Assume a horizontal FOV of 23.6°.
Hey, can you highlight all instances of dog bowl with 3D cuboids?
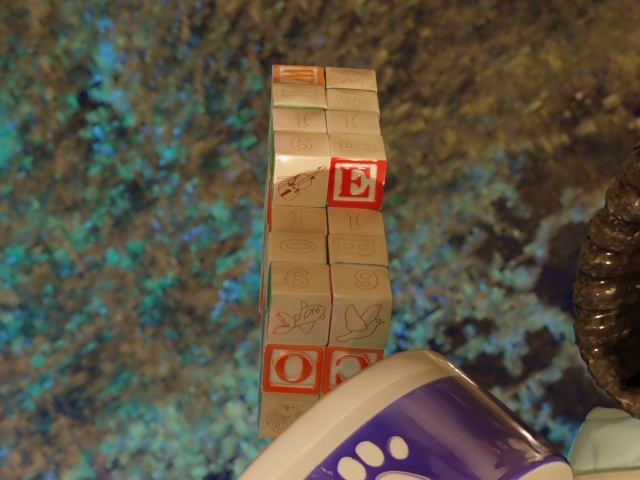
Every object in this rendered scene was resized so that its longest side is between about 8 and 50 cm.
[{"bbox_3d":[0.024,0.197,0.887,0.265,0.104,0.265,-40,153,-25],"label":"dog bowl"}]

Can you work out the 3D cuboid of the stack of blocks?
[{"bbox_3d":[0.000,0.000,1.197,0.087,0.171,0.297,3,-150,-3],"label":"stack of blocks"}]

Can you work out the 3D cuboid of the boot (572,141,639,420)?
[{"bbox_3d":[0.229,0.050,0.743,0.131,0.348,0.260,24,-144,34],"label":"boot"}]

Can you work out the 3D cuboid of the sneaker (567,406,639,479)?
[{"bbox_3d":[0.362,0.171,1.306,0.366,0.135,0.150,-10,-126,38],"label":"sneaker"}]
